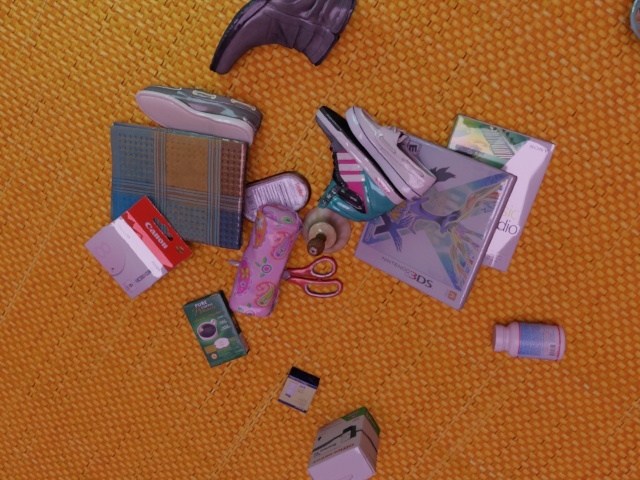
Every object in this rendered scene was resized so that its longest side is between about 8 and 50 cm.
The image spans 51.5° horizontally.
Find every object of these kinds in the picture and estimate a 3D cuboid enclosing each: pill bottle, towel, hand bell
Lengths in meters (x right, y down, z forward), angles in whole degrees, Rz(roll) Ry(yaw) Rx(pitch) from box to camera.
[{"bbox_3d":[0.503,0.242,1.611,0.160,0.087,0.087,4,104,7],"label":"pill bottle"},{"bbox_3d":[-0.350,-0.134,1.619,0.371,0.040,0.271,10,106,18],"label":"towel"},{"bbox_3d":[0.000,0.000,1.541,0.126,0.242,0.126,2,104,7],"label":"hand bell"}]

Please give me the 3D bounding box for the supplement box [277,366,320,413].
[{"bbox_3d":[-0.056,0.391,1.737,0.083,0.056,0.083,24,105,2],"label":"supplement box"}]

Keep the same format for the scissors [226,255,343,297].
[{"bbox_3d":[-0.092,0.096,1.690,0.298,0.021,0.108,-2,103,8],"label":"scissors"}]

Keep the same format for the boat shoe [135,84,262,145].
[{"bbox_3d":[-0.288,-0.310,1.584,0.305,0.091,0.109,19,147,8],"label":"boat shoe"}]

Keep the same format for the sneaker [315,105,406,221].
[{"bbox_3d":[0.047,-0.158,1.565,0.178,0.124,0.295,-42,80,22],"label":"sneaker"}]

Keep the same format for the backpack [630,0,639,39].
[{"bbox_3d":[0.775,-0.466,1.351,0.254,0.191,0.225,27,103,-7],"label":"backpack"}]

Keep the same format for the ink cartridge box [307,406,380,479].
[{"bbox_3d":[0.062,0.529,1.675,0.153,0.208,0.086,-29,98,13],"label":"ink cartridge box"}]

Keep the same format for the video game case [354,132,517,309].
[{"bbox_3d":[0.254,-0.050,1.535,0.300,0.036,0.328,28,107,29],"label":"video game case"}]

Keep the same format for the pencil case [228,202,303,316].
[{"bbox_3d":[-0.133,0.054,1.616,0.124,0.124,0.284,20,112,2],"label":"pencil case"}]

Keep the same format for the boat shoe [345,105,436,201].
[{"bbox_3d":[0.161,-0.215,1.509,0.088,0.096,0.267,-42,71,24],"label":"boat shoe"}]

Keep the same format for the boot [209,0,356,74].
[{"bbox_3d":[-0.088,-0.460,1.509,0.223,0.118,0.338,33,124,-20],"label":"boot"}]

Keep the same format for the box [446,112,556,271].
[{"bbox_3d":[0.380,-0.110,1.559,0.233,0.058,0.321,18,104,4],"label":"box"}]

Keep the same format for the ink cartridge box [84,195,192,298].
[{"bbox_3d":[-0.459,0.022,1.662,0.232,0.066,0.189,-31,102,39],"label":"ink cartridge box"}]

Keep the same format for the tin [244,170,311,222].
[{"bbox_3d":[-0.116,-0.105,1.639,0.190,0.040,0.106,-17,105,11],"label":"tin"}]

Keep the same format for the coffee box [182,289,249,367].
[{"bbox_3d":[-0.272,0.231,1.736,0.113,0.040,0.184,-22,100,12],"label":"coffee box"}]
